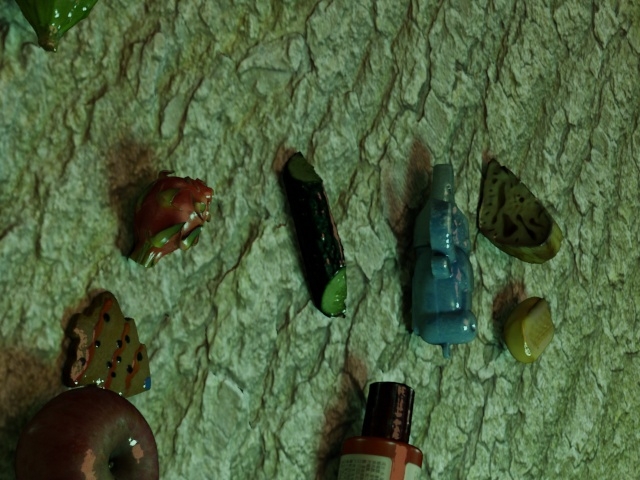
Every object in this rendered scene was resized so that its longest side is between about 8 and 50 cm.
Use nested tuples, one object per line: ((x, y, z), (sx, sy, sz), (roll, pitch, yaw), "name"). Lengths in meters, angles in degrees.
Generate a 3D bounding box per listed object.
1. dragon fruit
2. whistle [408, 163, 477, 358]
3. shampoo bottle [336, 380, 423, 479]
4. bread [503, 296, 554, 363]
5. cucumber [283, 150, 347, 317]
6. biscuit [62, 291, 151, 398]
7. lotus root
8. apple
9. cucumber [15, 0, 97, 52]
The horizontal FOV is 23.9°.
((-0.167, -0.020, 1.657), (0.081, 0.086, 0.116), (33, 94, -5), "dragon fruit")
((0.170, 0.027, 2.060), (0.180, 0.093, 0.269), (36, 54, -72), "whistle")
((0.071, 0.313, 1.886), (0.104, 0.104, 0.278), (30, 63, -45), "shampoo bottle")
((0.302, 0.133, 2.239), (0.115, 0.056, 0.082), (-43, 118, -53), "bread")
((0.000, 0.000, 1.877), (0.046, 0.070, 0.220), (-20, 100, -20), "cucumber")
((-0.221, 0.122, 1.615), (0.130, 0.019, 0.119), (46, 52, -38), "biscuit")
((0.293, -0.024, 2.232), (0.135, 0.095, 0.159), (40, 15, -47), "lotus root")
((-0.234, 0.223, 1.508), (0.153, 0.120, 0.153), (21, 63, -50), "apple")
((-0.258, -0.307, 1.548), (0.134, 0.134, 0.244), (24, 70, -47), "cucumber")
